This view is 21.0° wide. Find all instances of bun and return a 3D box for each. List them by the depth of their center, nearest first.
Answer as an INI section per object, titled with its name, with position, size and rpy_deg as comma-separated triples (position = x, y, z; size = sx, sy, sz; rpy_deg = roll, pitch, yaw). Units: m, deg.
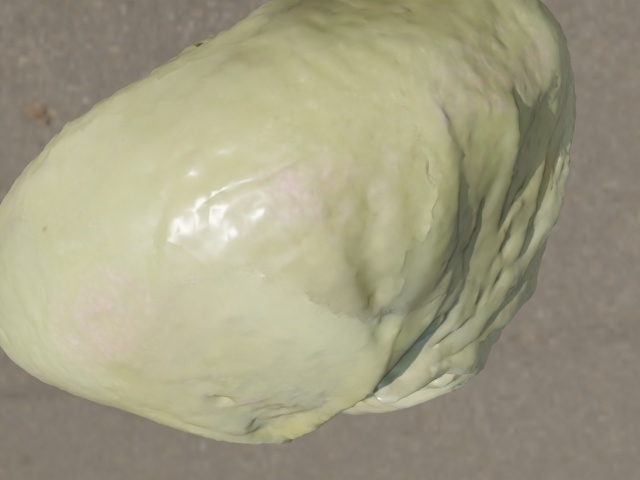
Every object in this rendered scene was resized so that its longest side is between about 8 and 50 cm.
[bun]
position = 0.000, 0.000, 0.954
size = 0.361, 0.213, 0.361
rpy_deg = -33, 167, -8
